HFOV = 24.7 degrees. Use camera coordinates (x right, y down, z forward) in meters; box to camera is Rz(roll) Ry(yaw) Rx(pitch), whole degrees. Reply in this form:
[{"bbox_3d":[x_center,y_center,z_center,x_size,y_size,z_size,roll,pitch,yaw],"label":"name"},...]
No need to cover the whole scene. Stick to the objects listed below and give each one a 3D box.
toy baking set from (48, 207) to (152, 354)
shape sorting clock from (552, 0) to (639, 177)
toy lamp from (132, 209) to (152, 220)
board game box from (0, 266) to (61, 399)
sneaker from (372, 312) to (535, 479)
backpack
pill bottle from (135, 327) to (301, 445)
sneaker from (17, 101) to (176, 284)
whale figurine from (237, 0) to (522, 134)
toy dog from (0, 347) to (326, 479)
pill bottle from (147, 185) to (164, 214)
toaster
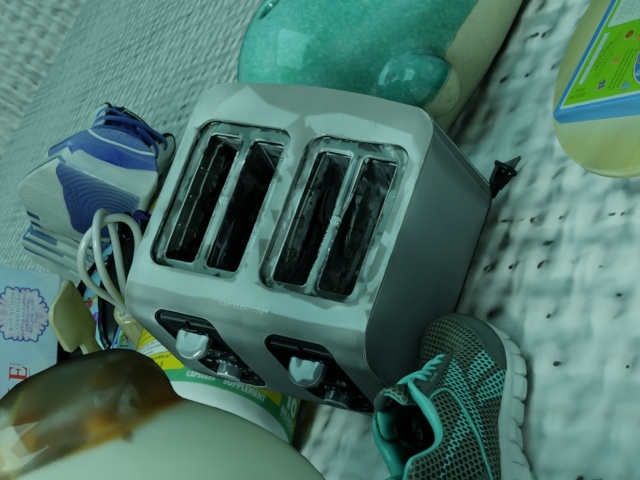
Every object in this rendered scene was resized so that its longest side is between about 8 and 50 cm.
[{"bbox_3d":[-0.127,0.050,1.059,0.256,0.030,0.196,-40,-43,-55],"label":"toy baking set"},{"bbox_3d":[0.197,-0.118,0.737,0.206,0.040,0.206,-47,21,24],"label":"shape sorting clock"},{"bbox_3d":[-0.100,-0.071,1.342,0.274,0.080,0.080,-60,20,0],"label":"toy lamp"},{"bbox_3d":[-0.287,0.224,1.202,0.319,0.066,0.317,135,138,-57],"label":"board game box"},{"bbox_3d":[0.061,0.084,0.732,0.065,0.076,0.166,-49,22,25],"label":"sneaker"},{"bbox_3d":[-0.158,0.086,1.203,0.158,0.117,0.173,-52,21,22],"label":"backpack"},{"bbox_3d":[-0.060,0.058,1.004,0.117,0.118,0.208,-39,28,45],"label":"pill bottle"},{"bbox_3d":[-0.233,-0.081,1.565,0.182,0.127,0.315,-67,8,-23],"label":"sneaker"},{"bbox_3d":[0.049,-0.157,1.003,0.272,0.141,0.216,-47,23,23],"label":"whale figurine"},{"bbox_3d":[-0.047,0.181,0.552,0.395,0.284,0.408,-49,22,-7],"label":"toy dog"},{"bbox_3d":[-0.135,-0.043,1.438,0.083,0.043,0.043,-59,20,4],"label":"pill bottle"},{"bbox_3d":[0.000,0.000,0.853,0.168,0.110,0.185,12,72,29],"label":"toaster"}]
